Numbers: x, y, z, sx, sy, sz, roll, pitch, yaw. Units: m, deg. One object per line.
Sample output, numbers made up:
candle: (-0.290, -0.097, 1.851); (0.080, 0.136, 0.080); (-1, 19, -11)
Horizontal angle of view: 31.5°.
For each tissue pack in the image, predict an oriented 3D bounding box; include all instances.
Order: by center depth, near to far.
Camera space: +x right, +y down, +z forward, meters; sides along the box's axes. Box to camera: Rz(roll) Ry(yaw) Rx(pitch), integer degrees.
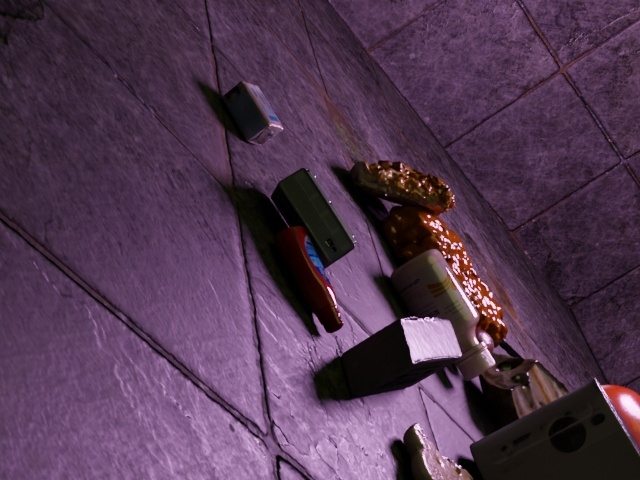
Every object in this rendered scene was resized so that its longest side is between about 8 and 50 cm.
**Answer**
tissue pack: (-0.113, -0.211, 1.896); (0.094, 0.059, 0.074); (59, 16, 13)

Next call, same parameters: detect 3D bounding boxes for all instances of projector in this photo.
projector: (-0.010, -0.033, 1.759); (0.147, 0.061, 0.115); (57, -13, 2)
projector: (0.430, 0.410, 1.906); (0.248, 0.249, 0.248); (44, 18, -56)

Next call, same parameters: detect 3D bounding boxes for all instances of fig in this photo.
fig: (0.316, 0.213, 2.269); (0.125, 0.089, 0.089); (3, 51, -42)

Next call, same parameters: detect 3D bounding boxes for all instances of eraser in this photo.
eraser: (0.131, 0.177, 1.742); (0.077, 0.111, 0.352); (59, 15, 13)

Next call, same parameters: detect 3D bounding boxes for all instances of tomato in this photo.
tomato: (0.665, 0.461, 2.613); (0.224, 0.256, 0.255); (15, 41, -45)

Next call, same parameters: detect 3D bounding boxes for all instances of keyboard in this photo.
keyboard: (0.445, 0.261, 2.605); (0.310, 0.018, 0.101); (46, 5, 37)

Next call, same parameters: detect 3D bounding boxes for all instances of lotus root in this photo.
lotus root: (0.423, 0.356, 2.298); (0.314, 0.142, 0.210); (54, 49, -25)

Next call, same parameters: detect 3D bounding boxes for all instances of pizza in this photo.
pizza: (0.200, -0.113, 2.438); (0.226, 0.086, 0.335); (13, -3, 40)

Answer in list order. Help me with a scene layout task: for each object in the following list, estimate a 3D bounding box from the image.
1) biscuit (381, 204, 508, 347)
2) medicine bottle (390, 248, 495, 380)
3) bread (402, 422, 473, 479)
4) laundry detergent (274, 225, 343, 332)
biscuit: (0.270, 0.080, 2.417); (0.318, 0.110, 0.312); (36, 23, -55)
medicine bottle: (0.240, 0.146, 2.165); (0.252, 0.114, 0.114); (59, 14, 7)
bread: (0.200, 0.385, 1.665); (0.251, 0.039, 0.182); (47, 17, -33)
laundry detergent: (-0.011, 0.062, 1.669); (0.165, 0.049, 0.097); (64, 10, 19)
